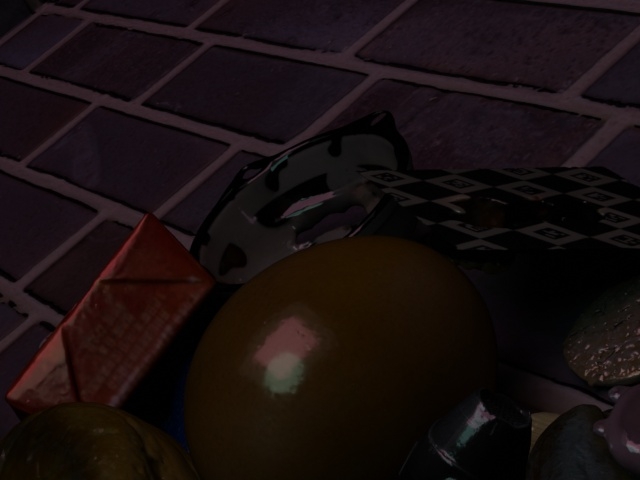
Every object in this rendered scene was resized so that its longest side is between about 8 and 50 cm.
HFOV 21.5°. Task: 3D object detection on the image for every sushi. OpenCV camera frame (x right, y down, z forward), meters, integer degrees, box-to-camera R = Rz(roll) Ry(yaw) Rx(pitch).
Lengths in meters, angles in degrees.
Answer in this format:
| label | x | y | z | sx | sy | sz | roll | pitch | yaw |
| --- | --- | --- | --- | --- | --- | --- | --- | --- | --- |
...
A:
| label | x | y | z | sx | sy | sz | roll | pitch | yaw |
| --- | --- | --- | --- | --- | --- | --- | --- | --- | --- |
| sushi | 0.208 | -0.011 | 1.613 | 0.290 | 0.050 | 0.264 | -2 | 19 | -21 |

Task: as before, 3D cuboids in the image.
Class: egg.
| label | x | y | z | sx | sy | sz | roll | pitch | yaw |
| --- | --- | --- | --- | --- | --- | --- | --- | --- | --- |
| egg | 0.025 | 0.125 | 1.457 | 0.250 | 0.250 | 0.322 | -9 | 20 | 39 |

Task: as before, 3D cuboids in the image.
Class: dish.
| label | x | y | z | sx | sy | sz | roll | pitch | yaw |
| --- | --- | --- | --- | --- | --- | --- | --- | --- | --- |
| dish | 0.000 | 0.000 | 1.833 | 0.303 | 0.120 | 0.303 | -25 | 28 | 14 |

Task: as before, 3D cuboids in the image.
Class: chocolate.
| label | x | y | z | sx | sy | sz | roll | pitch | yaw |
| --- | --- | --- | --- | --- | --- | --- | --- | --- | --- |
| chocolate | -0.196 | 0.119 | 1.708 | 0.235 | 0.108 | 0.237 | -54 | -12 | -16 |

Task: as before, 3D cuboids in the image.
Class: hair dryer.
| label | x | y | z | sx | sy | sz | roll | pitch | yaw |
| --- | --- | --- | --- | --- | --- | --- | --- | --- | --- |
| hair dryer | 0.071 | 0.243 | 1.230 | 0.236 | 0.091 | 0.272 | -62 | -4 | 17 |

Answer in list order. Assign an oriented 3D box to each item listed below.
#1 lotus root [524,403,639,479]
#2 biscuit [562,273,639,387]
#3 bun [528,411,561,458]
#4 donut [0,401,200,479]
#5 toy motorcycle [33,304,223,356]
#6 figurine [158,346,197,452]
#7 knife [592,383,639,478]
| label | x | y | z | sx | sy | sz | roll | pitch | yaw |
| --- | --- | --- | --- | --- | --- | --- | --- | --- | --- |
| lotus root | 0.224 | 0.240 | 1.182 | 0.158 | 0.140 | 0.322 | -3 | 35 | 4 |
| biscuit | 0.287 | 0.077 | 1.507 | 0.152 | 0.020 | 0.152 | -24 | 27 | 13 |
| bun | 0.176 | 0.196 | 1.374 | 0.115 | 0.069 | 0.115 | -24 | 27 | 13 |
| donut | -0.226 | 0.310 | 1.459 | 0.360 | 0.170 | 0.360 | -34 | 38 | 31 |
| toy motorcycle | -0.217 | 0.110 | 1.906 | 0.260 | 0.110 | 0.171 | -27 | 33 | 12 |
| figurine | -0.098 | 0.177 | 1.642 | 0.164 | 0.121 | 0.262 | -21 | 30 | 18 |
| knife | 0.374 | 0.157 | 1.116 | 0.398 | 0.038 | 0.132 | 9 | 36 | 24 |
